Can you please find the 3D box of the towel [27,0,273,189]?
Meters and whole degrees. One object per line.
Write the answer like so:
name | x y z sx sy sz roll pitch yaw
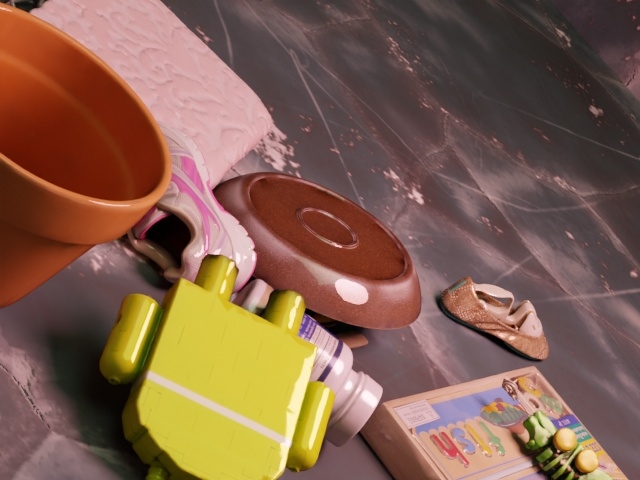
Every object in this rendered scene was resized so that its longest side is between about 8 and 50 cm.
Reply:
towel | -0.224 -0.205 2.107 0.317 0.053 0.332 44 27 -4

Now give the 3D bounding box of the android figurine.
android figurine | -0.102 0.150 1.644 0.248 0.056 0.273 26 54 -16

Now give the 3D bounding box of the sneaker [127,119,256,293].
sneaker | -0.180 -0.046 1.885 0.252 0.103 0.111 52 26 21

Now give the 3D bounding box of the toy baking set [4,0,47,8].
toy baking set | -0.346 -0.316 2.159 0.256 0.030 0.197 29 28 -24

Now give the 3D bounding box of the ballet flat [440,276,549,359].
ballet flat | 0.262 0.108 2.299 0.206 0.067 0.073 25 29 -32

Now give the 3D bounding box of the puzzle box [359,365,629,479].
puzzle box | 0.243 0.292 2.005 0.272 0.052 0.409 52 27 19

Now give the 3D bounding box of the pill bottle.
pill bottle | -0.030 0.139 1.794 0.187 0.112 0.112 38 26 -8

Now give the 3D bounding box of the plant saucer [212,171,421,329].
plant saucer | 0.000 0.000 2.058 0.310 0.050 0.310 24 24 -12

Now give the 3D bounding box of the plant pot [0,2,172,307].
plant pot | -0.323 -0.071 1.610 0.291 0.203 0.291 33 27 -19

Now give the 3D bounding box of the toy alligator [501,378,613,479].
toy alligator | 0.279 0.252 2.003 0.190 0.056 0.051 43 66 3

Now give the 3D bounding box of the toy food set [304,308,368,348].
toy food set | -0.018 0.054 2.027 0.192 0.038 0.132 50 27 17
